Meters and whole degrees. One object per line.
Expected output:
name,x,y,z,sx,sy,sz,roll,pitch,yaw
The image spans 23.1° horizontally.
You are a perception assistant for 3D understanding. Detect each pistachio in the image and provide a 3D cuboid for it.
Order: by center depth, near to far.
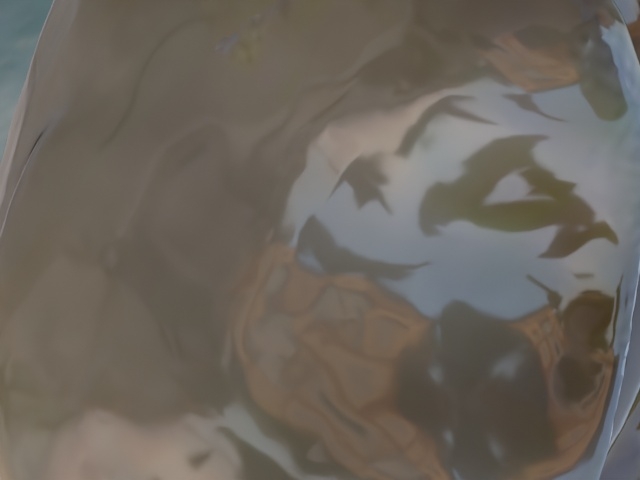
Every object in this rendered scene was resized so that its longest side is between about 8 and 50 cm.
pistachio,0.000,0.000,0.690,0.281,0.365,0.445,-13,142,-45
